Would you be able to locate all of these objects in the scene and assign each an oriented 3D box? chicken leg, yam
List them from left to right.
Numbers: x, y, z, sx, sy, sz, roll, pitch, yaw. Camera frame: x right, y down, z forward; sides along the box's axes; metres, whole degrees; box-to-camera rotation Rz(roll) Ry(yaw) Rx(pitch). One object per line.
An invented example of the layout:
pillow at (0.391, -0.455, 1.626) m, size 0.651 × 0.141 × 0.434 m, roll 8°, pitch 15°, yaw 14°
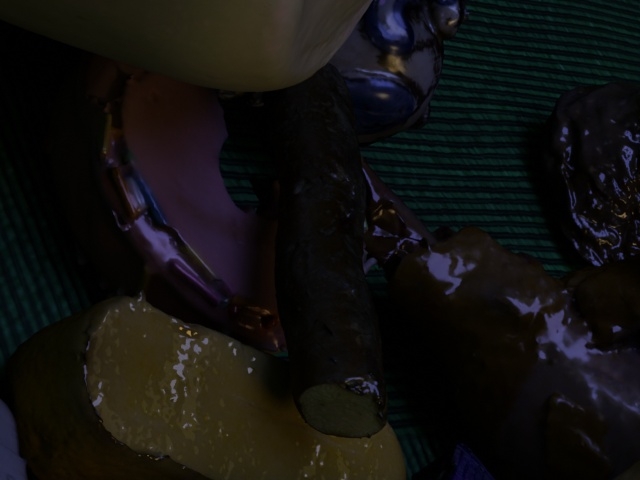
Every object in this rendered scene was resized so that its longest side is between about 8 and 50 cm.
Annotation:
yam at (0.000, 0.000, 1.124) m, size 0.061 × 0.061 × 0.253 m, roll 30°, pitch 37°, yaw -34°
chicken leg at (0.178, 0.052, 1.316) m, size 0.409 × 0.295 × 0.182 m, roll 41°, pitch 15°, yaw -2°

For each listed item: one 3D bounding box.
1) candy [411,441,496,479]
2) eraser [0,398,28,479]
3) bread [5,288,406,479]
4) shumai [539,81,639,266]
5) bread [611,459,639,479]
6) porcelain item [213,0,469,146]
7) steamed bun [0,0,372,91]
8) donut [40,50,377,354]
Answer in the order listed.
candy at (0.070, 0.194, 1.118) m, size 0.088 × 0.061 × 0.312 m, roll 51°, pitch 12°, yaw 1°
eraser at (-0.171, 0.149, 0.853) m, size 0.089 × 0.061 × 0.352 m, roll 40°, pitch 10°, yaw -24°
bread at (-0.062, 0.111, 1.088) m, size 0.245 × 0.094 × 0.102 m, roll 25°, pitch 53°, yaw -38°
shumai at (0.289, -0.054, 1.600) m, size 0.166 × 0.176 × 0.206 m, roll -19°, pitch 81°, yaw -56°
bread at (0.326, 0.256, 1.166) m, size 0.346 × 0.405 × 0.242 m, roll 46°, pitch 25°, yaw -28°
porcelain item at (-0.008, -0.180, 1.373) m, size 0.186 × 0.138 × 0.288 m, roll 5°, pitch 46°, yaw -10°
steamed bun at (-0.095, -0.275, 1.134) m, size 0.371 × 0.290 × 0.456 m, roll 20°, pitch 43°, yaw 10°
donut at (-0.075, -0.021, 1.187) m, size 0.233 × 0.085 × 0.199 m, roll 47°, pitch 33°, yaw -14°
